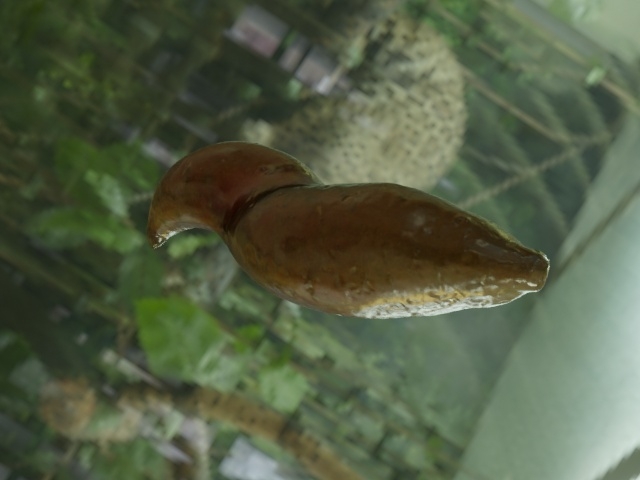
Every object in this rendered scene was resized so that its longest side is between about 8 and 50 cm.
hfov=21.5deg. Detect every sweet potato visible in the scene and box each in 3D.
[{"bbox_3d":[0.001,-0.002,0.645,0.202,0.058,0.055,17,-83,44],"label":"sweet potato"}]
